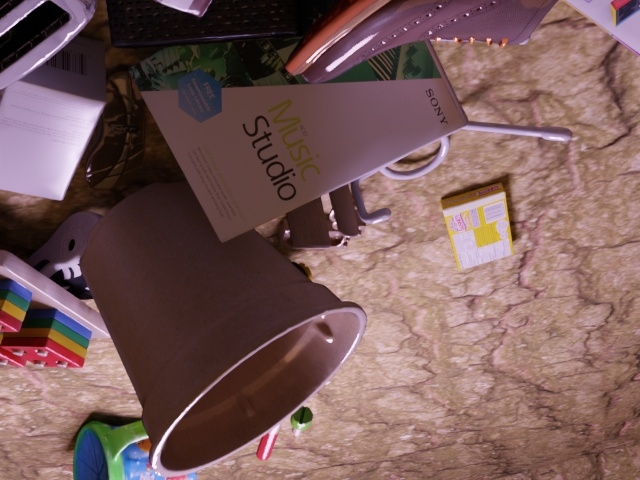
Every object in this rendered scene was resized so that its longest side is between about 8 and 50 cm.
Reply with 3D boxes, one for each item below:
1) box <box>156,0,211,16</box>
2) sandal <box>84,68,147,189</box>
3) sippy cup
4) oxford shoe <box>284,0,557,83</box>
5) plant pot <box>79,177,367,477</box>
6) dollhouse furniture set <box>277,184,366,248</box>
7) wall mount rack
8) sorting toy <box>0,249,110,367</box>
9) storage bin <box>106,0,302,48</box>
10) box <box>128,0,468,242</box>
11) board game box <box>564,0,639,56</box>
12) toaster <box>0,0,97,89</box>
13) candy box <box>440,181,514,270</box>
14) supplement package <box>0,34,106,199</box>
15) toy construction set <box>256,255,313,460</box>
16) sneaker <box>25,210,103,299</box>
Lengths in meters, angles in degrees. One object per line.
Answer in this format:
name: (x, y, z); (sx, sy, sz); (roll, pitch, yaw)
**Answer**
box: (-0.139, -0.324, 0.601); (0.167, 0.203, 0.168); (14, 138, -32)
sandal: (-0.257, -0.141, 0.974); (0.072, 0.049, 0.180); (-1, 130, -26)
sippy cup: (-0.410, 0.516, 1.734); (0.224, 0.240, 0.305); (2, 167, -37)
oxford shoe: (0.132, -0.225, 0.730); (0.364, 0.130, 0.132); (-25, 114, 24)
plant pot: (-0.160, 0.093, 1.054); (0.334, 0.305, 0.334); (-33, 156, -17)
dollhouse furniture set: (0.000, 0.000, 1.182); (0.144, 0.123, 0.151); (1, 144, -18)
wall mount rack: (0.134, -0.160, 0.990); (0.304, 0.130, 0.350); (-27, 144, 16)
sorting toy: (-0.493, 0.116, 1.152); (0.255, 0.089, 0.257); (-2, 151, 23)
storage bin: (-0.112, -0.239, 0.765); (0.180, 0.122, 0.084); (-4, 103, 3)
box: (-0.027, -0.165, 0.873); (0.322, 0.058, 0.232); (-25, 99, 16)
board game box: (0.377, -0.347, 0.852); (0.316, 0.064, 0.242); (18, 136, -37)
toaster: (-0.292, -0.245, 0.717); (0.227, 0.146, 0.129); (-27, 144, 20)
candy box: (0.272, -0.019, 1.326); (0.105, 0.027, 0.206); (-15, 146, 9)
supplement package: (-0.324, -0.146, 0.886); (0.105, 0.105, 0.179); (11, 139, -31)
toy construction set: (-0.099, 0.164, 1.257); (0.257, 0.309, 0.237); (-7, 141, -22)
sneaker: (-0.347, 0.028, 1.165); (0.217, 0.079, 0.121); (-28, 147, 36)
